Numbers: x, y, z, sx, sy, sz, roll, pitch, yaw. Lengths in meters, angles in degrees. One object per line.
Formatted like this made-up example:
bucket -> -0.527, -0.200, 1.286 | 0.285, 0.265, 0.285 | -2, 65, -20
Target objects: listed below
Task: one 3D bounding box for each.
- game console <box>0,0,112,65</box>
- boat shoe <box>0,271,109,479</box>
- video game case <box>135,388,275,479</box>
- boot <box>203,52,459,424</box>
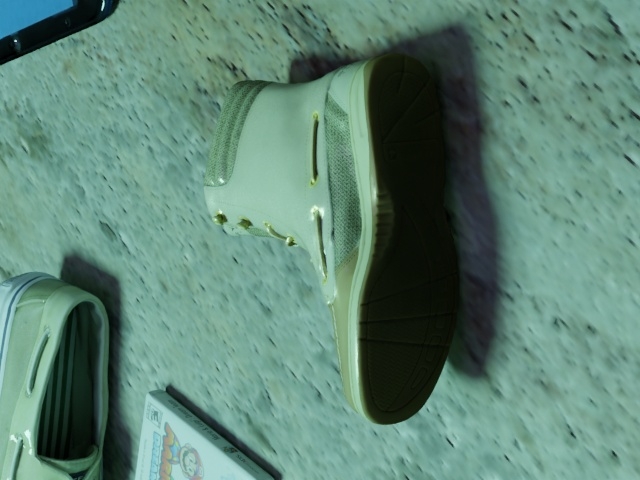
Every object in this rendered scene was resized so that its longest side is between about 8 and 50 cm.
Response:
game console -> -0.318, -0.271, 1.161 | 0.293, 0.250, 0.173 | -11, 62, 50
boat shoe -> -0.223, 0.178, 1.179 | 0.094, 0.109, 0.302 | 8, 100, 47
video game case -> -0.093, 0.211, 1.095 | 0.143, 0.019, 0.157 | 31, 120, 43
boot -> 0.000, 0.000, 0.898 | 0.165, 0.077, 0.213 | -1, 92, 50
